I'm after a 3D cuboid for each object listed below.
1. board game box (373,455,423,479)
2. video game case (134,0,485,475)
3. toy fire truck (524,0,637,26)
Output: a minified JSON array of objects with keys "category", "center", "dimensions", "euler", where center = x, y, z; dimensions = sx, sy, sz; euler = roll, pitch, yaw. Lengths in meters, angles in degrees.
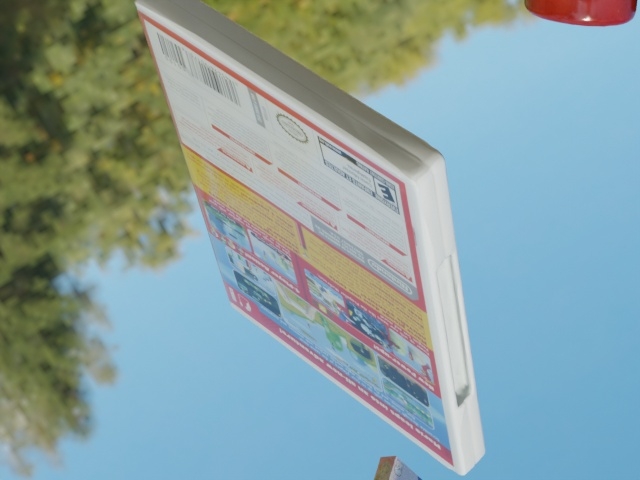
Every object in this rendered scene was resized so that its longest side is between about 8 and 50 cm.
[{"category":"board game box","center":[0.070,0.241,1.549],"dimensions":[0.020,0.090,0.090],"euler":[-12,-133,40]},{"category":"video game case","center":[0.000,0.000,1.036],"dimensions":[0.204,0.285,0.025],"euler":[35,-114,30]},{"category":"toy fire truck","center":[0.316,-0.253,1.552],"dimensions":[0.302,0.169,0.254],"euler":[-5,-159,-25]}]
